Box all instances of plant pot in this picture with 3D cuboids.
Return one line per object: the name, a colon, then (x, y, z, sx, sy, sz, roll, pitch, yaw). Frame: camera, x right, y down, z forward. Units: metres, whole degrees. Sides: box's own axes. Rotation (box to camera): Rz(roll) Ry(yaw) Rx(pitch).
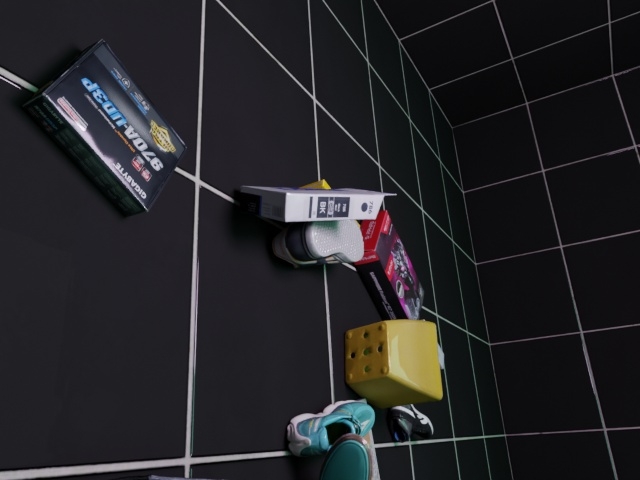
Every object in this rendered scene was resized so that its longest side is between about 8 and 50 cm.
plant pot: (0.177, 0.319, 1.389, 0.187, 0.212, 0.212, 27, 52, -40)

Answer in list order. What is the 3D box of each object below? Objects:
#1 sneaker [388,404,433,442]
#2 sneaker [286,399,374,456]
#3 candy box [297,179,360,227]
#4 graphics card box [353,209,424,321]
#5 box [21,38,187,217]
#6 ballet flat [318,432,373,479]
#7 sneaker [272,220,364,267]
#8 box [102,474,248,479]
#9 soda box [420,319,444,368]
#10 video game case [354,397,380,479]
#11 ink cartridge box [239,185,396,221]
sneaker: (0.266, 0.572, 1.566, 0.217, 0.079, 0.121, 51, 38, -26)
sneaker: (0.047, 0.418, 1.133, 0.275, 0.109, 0.107, 4, 74, -54)
candy box: (0.012, -0.075, 1.352, 0.206, 0.105, 0.027, 47, 39, -43)
graphics card box: (0.227, 0.114, 1.693, 0.371, 0.094, 0.233, 63, 29, -26)
box: (-0.321, -0.174, 0.810, 0.220, 0.051, 0.175, 57, 32, -34)
ballet flat: (0.048, 0.522, 1.056, 0.106, 0.107, 0.316, -17, 121, -70)
sneaker: (0.000, 0.000, 1.266, 0.321, 0.127, 0.126, 8, 72, -63)
box: (-0.118, 0.490, 0.585, 0.293, 0.212, 0.396, 19, 56, -30)
soda box: (0.378, 0.381, 1.872, 0.216, 0.073, 0.069, 57, 32, -33)
video game case: (0.083, 0.524, 1.278, 0.206, 0.026, 0.227, 10, 69, -61)
ink cartridge box: (0.003, -0.083, 1.151, 0.332, 0.165, 0.065, -5, 102, -41)
